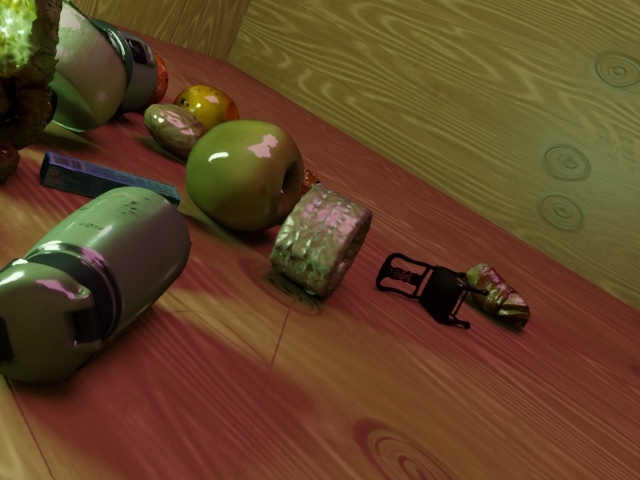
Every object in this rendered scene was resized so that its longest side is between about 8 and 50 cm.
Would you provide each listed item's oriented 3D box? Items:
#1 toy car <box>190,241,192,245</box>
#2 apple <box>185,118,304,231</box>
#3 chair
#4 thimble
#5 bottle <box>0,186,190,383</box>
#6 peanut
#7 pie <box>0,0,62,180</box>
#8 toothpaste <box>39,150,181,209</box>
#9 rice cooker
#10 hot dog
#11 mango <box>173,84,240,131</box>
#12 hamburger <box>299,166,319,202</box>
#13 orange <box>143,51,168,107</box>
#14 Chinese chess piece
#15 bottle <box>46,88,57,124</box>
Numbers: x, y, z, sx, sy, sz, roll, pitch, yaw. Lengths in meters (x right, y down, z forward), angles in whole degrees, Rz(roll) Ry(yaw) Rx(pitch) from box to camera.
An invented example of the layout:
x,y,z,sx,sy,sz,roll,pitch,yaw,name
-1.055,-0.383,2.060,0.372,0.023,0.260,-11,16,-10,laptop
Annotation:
x,y,z,sx,sy,sz,roll,pitch,yaw,name
-0.319,0.001,1.156,0.216,0.063,0.103,1,29,-43,toy car
-0.163,-0.144,1.511,0.262,0.262,0.262,24,17,-8,apple
0.252,0.114,1.590,0.229,0.106,0.113,15,18,-30,chair
0.001,0.002,1.414,0.148,0.196,0.229,27,46,12,thimble
-0.296,0.049,0.882,0.168,0.168,0.347,26,21,0,bottle
-0.380,-0.295,1.877,0.196,0.110,0.233,36,15,-7,peanut
-0.611,-0.357,1.188,0.395,0.418,0.180,27,22,10,pie
-0.412,-0.108,1.368,0.266,0.050,0.065,15,19,-33,toothpaste
-0.578,-0.461,1.863,0.227,0.241,0.281,-18,91,-72,rice cooker
0.458,0.149,1.812,0.213,0.103,0.146,49,5,33,hot dog
-0.343,-0.380,2.103,0.191,0.160,0.290,8,4,10,mango
-0.093,-0.142,1.776,0.236,0.147,0.237,26,14,-7,hamburger
-0.578,-0.502,2.099,0.234,0.182,0.234,30,19,-11,orange
-0.595,-0.397,1.526,0.349,0.146,0.349,25,-22,11,Chinese chess piece
-0.685,-0.311,1.424,0.271,0.143,0.156,17,44,-21,bottle
